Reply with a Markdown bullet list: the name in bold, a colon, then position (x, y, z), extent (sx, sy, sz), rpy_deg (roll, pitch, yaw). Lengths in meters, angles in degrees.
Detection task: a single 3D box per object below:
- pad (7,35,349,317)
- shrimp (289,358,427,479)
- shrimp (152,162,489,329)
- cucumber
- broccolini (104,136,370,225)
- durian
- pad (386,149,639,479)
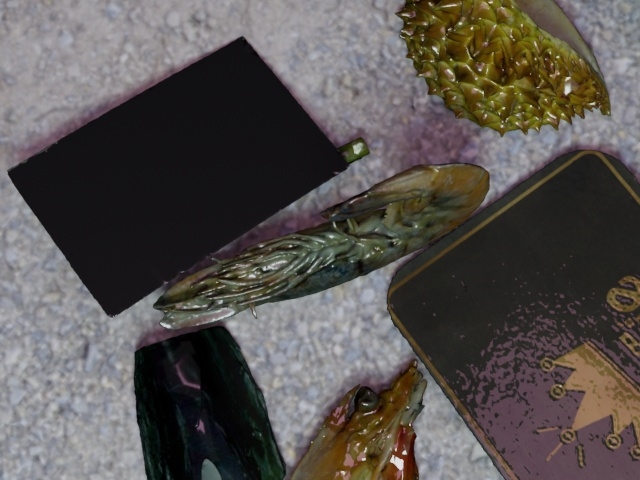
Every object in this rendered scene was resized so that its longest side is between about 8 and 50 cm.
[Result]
- **pad**: position (-0.118, -0.059, 1.212), extent (0.243, 0.004, 0.164), rpy_deg (-32, 70, -16)
- **shrimp**: position (0.031, 0.237, 1.196), extent (0.154, 0.062, 0.294), rpy_deg (23, 86, -11)
- **shrimp**: position (0.000, 0.000, 1.166), extent (0.296, 0.169, 0.058), rpy_deg (-21, 71, -3)
- **cucumber**: position (-0.094, 0.170, 1.193), extent (0.115, 0.086, 0.193), rpy_deg (-16, 77, -1)
- **broccolini**: position (-0.071, -0.044, 1.233), extent (0.239, 0.054, 0.051), rpy_deg (-15, 69, -5)
- **durian**: position (0.145, -0.192, 1.242), extent (0.139, 0.144, 0.252), rpy_deg (-27, 75, -42)
- **pad**: position (0.268, 0.091, 1.165), extent (0.315, 0.063, 0.375), rpy_deg (-35, 74, -6)
